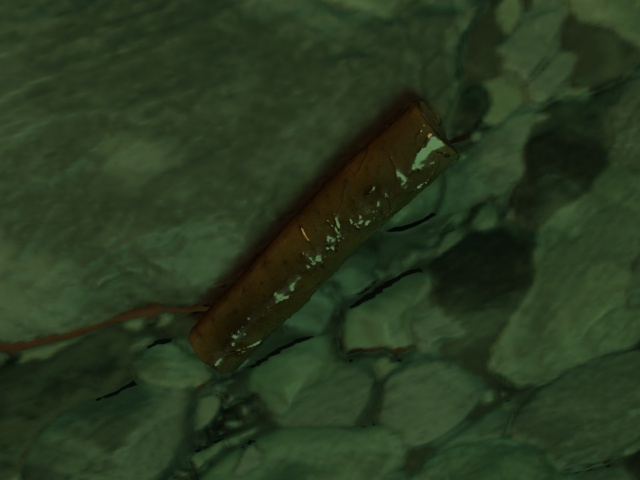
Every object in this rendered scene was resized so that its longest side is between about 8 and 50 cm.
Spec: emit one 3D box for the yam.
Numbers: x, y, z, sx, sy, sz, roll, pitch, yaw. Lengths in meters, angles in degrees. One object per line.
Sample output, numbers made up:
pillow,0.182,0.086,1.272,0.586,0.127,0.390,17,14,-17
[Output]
yam,0.000,0.000,0.707,0.032,0.032,0.145,29,116,-35
